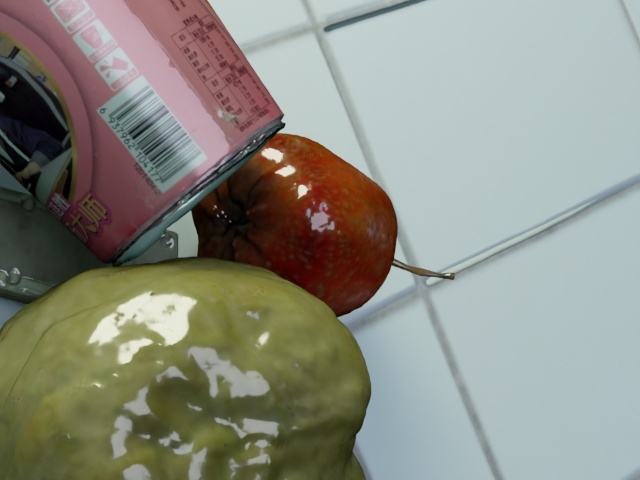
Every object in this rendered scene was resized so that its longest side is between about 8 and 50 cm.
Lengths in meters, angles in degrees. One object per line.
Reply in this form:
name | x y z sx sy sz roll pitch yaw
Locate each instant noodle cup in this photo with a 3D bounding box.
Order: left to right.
instant noodle cup | -0.165 -0.125 0.974 0.255 0.244 0.244 50 59 -2

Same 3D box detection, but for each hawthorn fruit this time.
hawthorn fruit | 0.000 0.000 1.118 0.203 0.162 0.163 16 70 -46

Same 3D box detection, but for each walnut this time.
walnut | -0.102 0.157 0.954 0.276 0.253 0.282 1 78 -30

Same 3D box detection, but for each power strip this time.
power strip | -0.232 0.003 1.031 0.285 0.048 0.080 16 69 -27
